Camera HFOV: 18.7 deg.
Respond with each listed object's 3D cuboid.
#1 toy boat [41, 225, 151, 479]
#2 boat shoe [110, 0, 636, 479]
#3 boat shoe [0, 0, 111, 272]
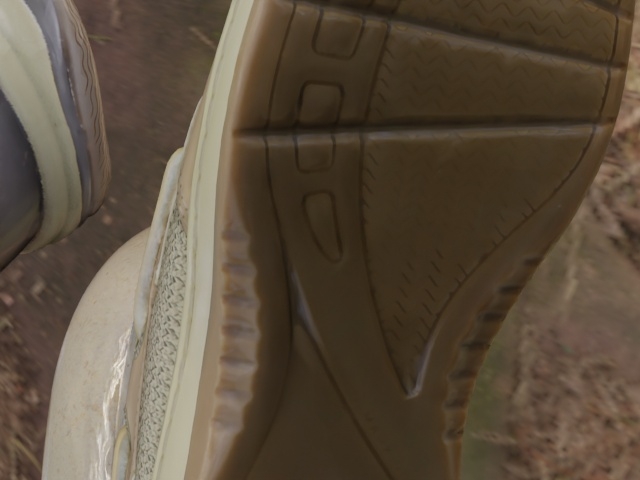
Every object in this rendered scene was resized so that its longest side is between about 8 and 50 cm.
[{"bbox_3d":[-0.038,0.127,1.094,0.148,0.318,0.268,-1,75,20],"label":"toy boat"},{"bbox_3d":[0.000,0.000,0.523,0.109,0.098,0.302,9,98,-26],"label":"boat shoe"},{"bbox_3d":[-0.231,-0.059,0.576,0.130,0.355,0.132,-47,140,-38],"label":"boat shoe"}]
